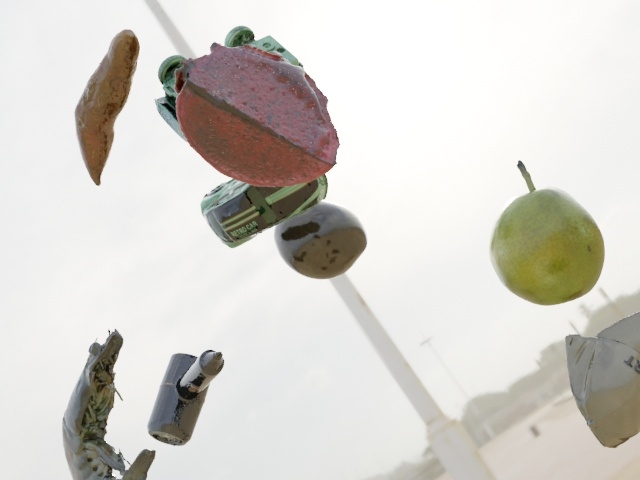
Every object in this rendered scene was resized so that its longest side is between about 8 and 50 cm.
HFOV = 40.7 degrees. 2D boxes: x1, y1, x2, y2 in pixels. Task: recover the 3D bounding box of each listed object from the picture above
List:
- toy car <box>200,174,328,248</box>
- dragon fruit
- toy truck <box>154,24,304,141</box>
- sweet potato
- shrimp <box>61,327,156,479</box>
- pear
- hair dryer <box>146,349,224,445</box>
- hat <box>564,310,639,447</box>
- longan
[{"bbox_3d":[-0.131,-0.079,1.823,0.306,0.136,0.125,-25,17,31],"label":"toy car"},{"bbox_3d":[-0.107,-0.183,1.283,0.189,0.262,0.163,-54,20,20],"label":"dragon fruit"},{"bbox_3d":[-0.170,-0.287,1.640,0.279,0.155,0.156,-31,-33,-23],"label":"toy truck"},{"bbox_3d":[-0.448,-0.284,1.771,0.095,0.106,0.354,-15,-42,-48],"label":"sweet potato"},{"bbox_3d":[-0.229,0.207,0.949,0.051,0.150,0.217,-8,-57,-44],"label":"shrimp"},{"bbox_3d":[0.324,-0.015,1.259,0.166,0.216,0.180,-10,2,23],"label":"pear"},{"bbox_3d":[-0.267,0.304,1.803,0.352,0.107,0.189,131,158,-58],"label":"hair dryer"},{"bbox_3d":[0.380,0.156,1.021,0.175,0.147,0.085,-33,16,8],"label":"hat"},{"bbox_3d":[0.000,0.000,1.961,0.213,0.198,0.198,11,-34,-15],"label":"longan"}]
